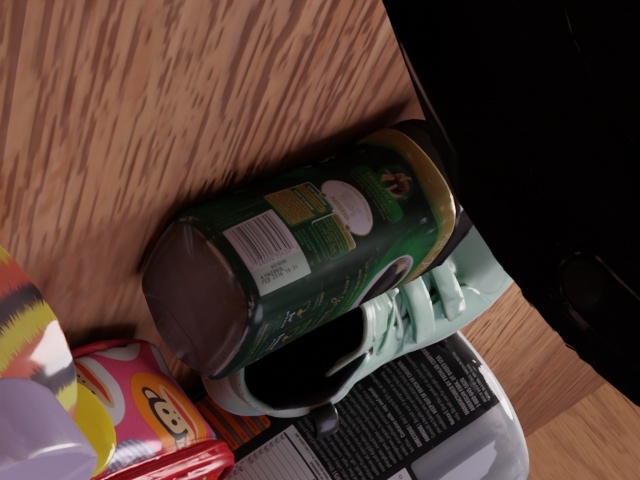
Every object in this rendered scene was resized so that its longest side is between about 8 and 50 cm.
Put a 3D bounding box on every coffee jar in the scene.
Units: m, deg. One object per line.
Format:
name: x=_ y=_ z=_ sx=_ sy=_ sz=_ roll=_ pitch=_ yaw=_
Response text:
coffee jar: x=0.000 y=0.000 z=0.875 sx=0.184 sy=0.079 sz=0.096 roll=-24 pitch=161 yaw=-37

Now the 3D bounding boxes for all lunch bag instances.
lunch bag: x=-0.196 y=0.176 z=0.913 sx=0.293 sy=0.120 sz=0.258 roll=-41 pitch=169 yaw=20

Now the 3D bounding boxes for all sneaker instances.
sneaker: x=0.050 y=0.037 z=1.002 sx=0.256 sy=0.094 sz=0.151 roll=-32 pitch=-175 yaw=-9

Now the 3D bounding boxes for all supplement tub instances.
supplement tub: x=-0.029 y=0.180 z=1.137 sx=0.316 sy=0.193 sz=0.193 roll=-33 pitch=165 yaw=-13

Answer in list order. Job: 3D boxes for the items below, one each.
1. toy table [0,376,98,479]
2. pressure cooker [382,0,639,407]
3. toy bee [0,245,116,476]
toy table: x=-0.218 y=0.072 z=0.440 sx=0.274 sy=0.161 sz=0.252 roll=-27 pitch=162 yaw=-35
pressure cooker: x=0.271 y=-0.143 z=0.506 sx=0.420 sy=0.370 sz=0.375 roll=-26 pitch=132 yaw=-39
toy bee: x=-0.143 y=0.134 z=0.675 sx=0.195 sy=0.162 sz=0.298 roll=-56 pitch=169 yaw=-36
